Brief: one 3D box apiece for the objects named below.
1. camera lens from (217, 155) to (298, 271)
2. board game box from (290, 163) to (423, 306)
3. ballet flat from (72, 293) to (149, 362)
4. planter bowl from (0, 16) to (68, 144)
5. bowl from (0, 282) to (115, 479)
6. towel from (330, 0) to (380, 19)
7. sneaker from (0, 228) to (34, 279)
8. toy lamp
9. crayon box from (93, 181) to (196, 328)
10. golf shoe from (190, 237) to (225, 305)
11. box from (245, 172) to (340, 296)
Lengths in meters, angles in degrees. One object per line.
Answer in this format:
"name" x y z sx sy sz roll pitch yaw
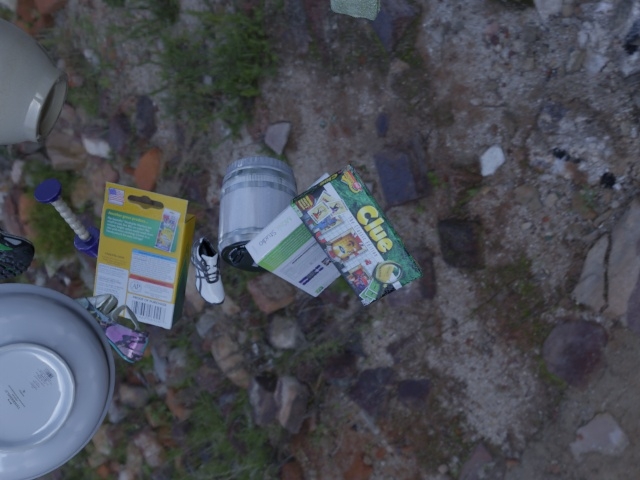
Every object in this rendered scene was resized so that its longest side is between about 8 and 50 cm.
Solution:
"camera lens" -0.170 -0.065 1.794 0.219 0.219 0.275 -30 53 44
"board game box" 0.071 -0.004 1.212 0.136 0.030 0.260 -32 112 13
"ballet flat" -0.404 0.150 1.243 0.221 0.077 0.079 28 78 30
"planter bowl" -0.385 -0.186 0.807 0.109 0.162 0.162 22 128 -10
"bowl" -0.425 0.208 0.901 0.134 0.297 0.298 -3 103 60
"towel" 0.071 -0.524 1.339 0.109 0.027 0.148 11 149 10
"sneaker" -0.676 -0.035 1.249 0.343 0.146 0.134 20 154 24
"toy lamp" -0.652 -0.047 1.712 0.080 0.080 0.275 33 160 30
"crayon box" -0.417 0.029 1.545 0.202 0.083 0.323 13 107 5
"golf shoe" -0.315 0.085 1.818 0.094 0.077 0.198 -42 68 59
"box" 0.000 0.000 1.444 0.232 0.322 0.058 -41 63 5
